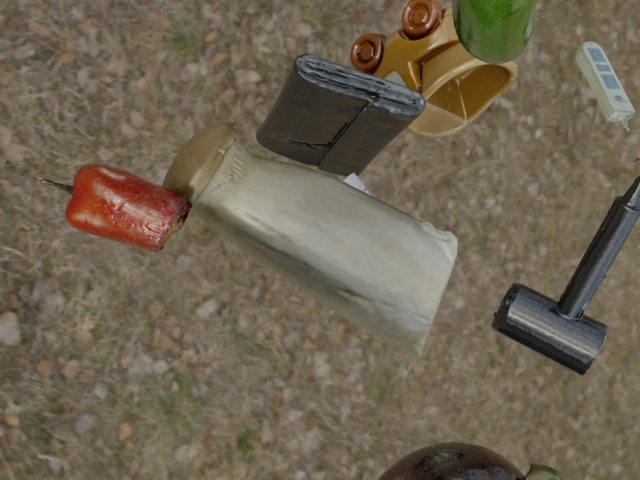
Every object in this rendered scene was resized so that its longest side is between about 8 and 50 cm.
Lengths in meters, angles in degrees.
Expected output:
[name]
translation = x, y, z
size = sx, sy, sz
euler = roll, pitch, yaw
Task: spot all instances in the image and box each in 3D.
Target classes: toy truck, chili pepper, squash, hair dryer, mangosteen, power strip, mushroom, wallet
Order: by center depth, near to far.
[squash]
translation = 0.167, -0.227, 0.944
size = 0.292, 0.082, 0.082
euler = 23, 77, -80
[chili pepper]
translation = -0.237, -0.043, 1.080
size = 0.086, 0.192, 0.084
euler = 82, 29, -69
[hair dryer]
translation = 0.304, 0.027, 1.150
size = 0.255, 0.128, 0.070
euler = -70, 170, 25
[mushroom]
translation = 0.007, -0.002, 1.190
size = 0.407, 0.154, 0.138
euler = 31, 51, -17
[mangosteen]
translation = 0.196, 0.413, 1.317
size = 0.300, 0.300, 0.300
euler = -12, 106, -49
[power strip]
translation = 0.472, -0.257, 1.628
size = 0.047, 0.030, 0.191
euler = -3, 59, -27
[wallet]
translation = 0.021, -0.211, 1.757
size = 0.228, 0.406, 0.062
euler = 19, 76, -8
[toy truck]
translation = 0.216, -0.334, 1.896
size = 0.204, 0.288, 0.212
euler = 11, 52, -51

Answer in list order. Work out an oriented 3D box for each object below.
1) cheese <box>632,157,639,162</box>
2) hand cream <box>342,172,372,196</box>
[cheese]
translation = 0.432, -0.112, 1.185
size = 0.047, 0.111, 0.017
euler = 76, -4, -83
[hand cream]
translation = 0.023, -0.050, 1.709
size = 0.142, 0.053, 0.084
euler = -37, 125, 7
